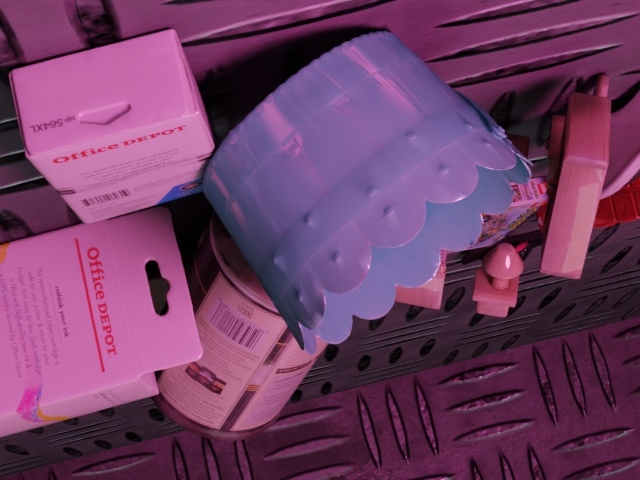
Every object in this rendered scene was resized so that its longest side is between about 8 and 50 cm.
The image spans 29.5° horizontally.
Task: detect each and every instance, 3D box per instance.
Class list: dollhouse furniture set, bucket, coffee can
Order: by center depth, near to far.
[{"bbox_3d":[0.038,-0.048,1.138,0.281,0.183,0.281,-36,167,-9],"label":"bucket"},{"bbox_3d":[0.129,-0.093,1.352,0.355,0.303,0.174,10,132,7],"label":"dollhouse furniture set"},{"bbox_3d":[-0.083,0.087,1.477,0.201,0.201,0.275,-5,144,-33],"label":"coffee can"}]

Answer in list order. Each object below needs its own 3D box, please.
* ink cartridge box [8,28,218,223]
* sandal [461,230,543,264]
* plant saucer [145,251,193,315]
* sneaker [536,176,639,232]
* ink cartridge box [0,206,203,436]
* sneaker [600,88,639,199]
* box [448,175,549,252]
[{"bbox_3d":[-0.174,-0.097,1.089,0.148,0.086,0.203,-15,164,-2],"label":"ink cartridge box"},{"bbox_3d":[0.327,0.018,2.059,0.179,0.040,0.067,-13,165,-6],"label":"sandal"},{"bbox_3d":[-0.191,0.079,1.713,0.310,0.050,0.310,-7,159,-3],"label":"plant saucer"},{"bbox_3d":[0.447,-0.065,1.840,0.221,0.087,0.128,-12,179,43],"label":"sneaker"},{"bbox_3d":[-0.320,0.105,1.438,0.353,0.207,0.119,-14,162,-1],"label":"ink cartridge box"},{"bbox_3d":[0.424,-0.126,1.512,0.147,0.105,0.296,-1,156,-27],"label":"sneaker"},{"bbox_3d":[0.251,-0.035,1.808,0.114,0.036,0.207,-10,164,-18],"label":"box"}]
